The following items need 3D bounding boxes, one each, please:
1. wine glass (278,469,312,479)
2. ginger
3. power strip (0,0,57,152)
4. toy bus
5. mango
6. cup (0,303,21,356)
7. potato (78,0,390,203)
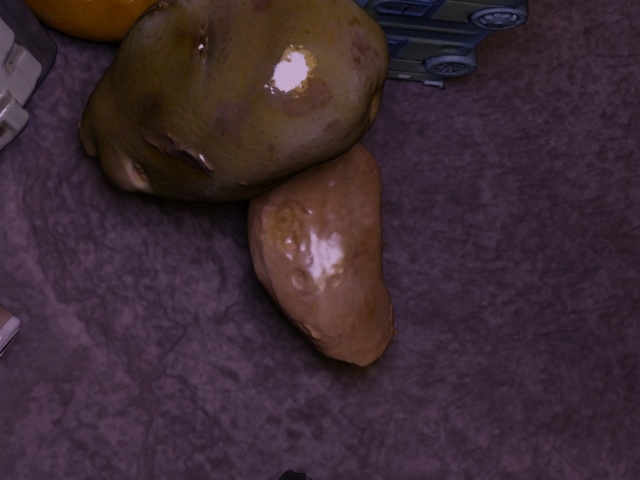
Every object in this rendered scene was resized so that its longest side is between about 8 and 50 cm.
[{"bbox_3d":[-0.203,0.324,1.298,0.406,0.267,0.267,-4,79,-19],"label":"wine glass"},{"bbox_3d":[0.000,0.000,1.465,0.138,0.152,0.267,-10,84,16],"label":"ginger"},{"bbox_3d":[-0.358,-0.149,1.363,0.092,0.257,0.251,28,75,31],"label":"power strip"},{"bbox_3d":[0.096,-0.272,1.452,0.190,0.312,0.152,4,77,-14],"label":"toy bus"},{"bbox_3d":[-0.253,-0.283,1.489,0.228,0.099,0.136,29,78,3],"label":"mango"},{"bbox_3d":[-0.356,0.088,1.395,0.099,0.074,0.102,38,73,-3],"label":"cup"},{"bbox_3d":[-0.094,-0.143,1.392,0.202,0.351,0.218,-2,74,-57],"label":"potato"}]
